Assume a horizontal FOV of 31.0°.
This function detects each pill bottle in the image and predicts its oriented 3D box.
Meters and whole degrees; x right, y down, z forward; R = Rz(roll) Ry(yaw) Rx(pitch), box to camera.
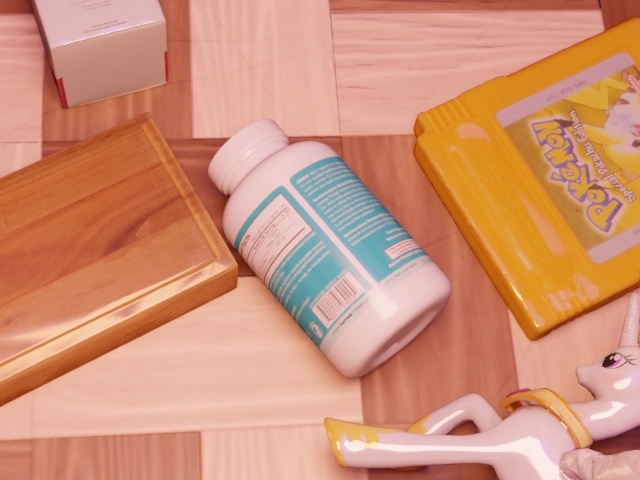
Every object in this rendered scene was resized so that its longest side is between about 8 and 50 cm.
[{"bbox_3d":[0.000,0.000,1.180,0.146,0.146,0.264,-35,74,-18],"label":"pill bottle"}]

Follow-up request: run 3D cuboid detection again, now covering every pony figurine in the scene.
[{"bbox_3d":[0.225,0.249,1.053,0.363,0.303,0.351,-21,61,2],"label":"pony figurine"}]

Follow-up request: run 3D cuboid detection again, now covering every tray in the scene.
[{"bbox_3d":[-0.312,0.044,1.172,0.410,0.076,0.203,-26,72,-16],"label":"tray"}]

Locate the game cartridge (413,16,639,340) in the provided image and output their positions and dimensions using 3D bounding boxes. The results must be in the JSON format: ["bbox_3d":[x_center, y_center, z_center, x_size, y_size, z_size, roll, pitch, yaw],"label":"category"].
[{"bbox_3d":[0.299,-0.079,1.294,0.323,0.053,0.285,-25,71,-16],"label":"game cartridge"}]

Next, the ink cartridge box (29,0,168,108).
[{"bbox_3d":[-0.254,-0.264,1.279,0.127,0.128,0.176,-16,68,-12],"label":"ink cartridge box"}]
